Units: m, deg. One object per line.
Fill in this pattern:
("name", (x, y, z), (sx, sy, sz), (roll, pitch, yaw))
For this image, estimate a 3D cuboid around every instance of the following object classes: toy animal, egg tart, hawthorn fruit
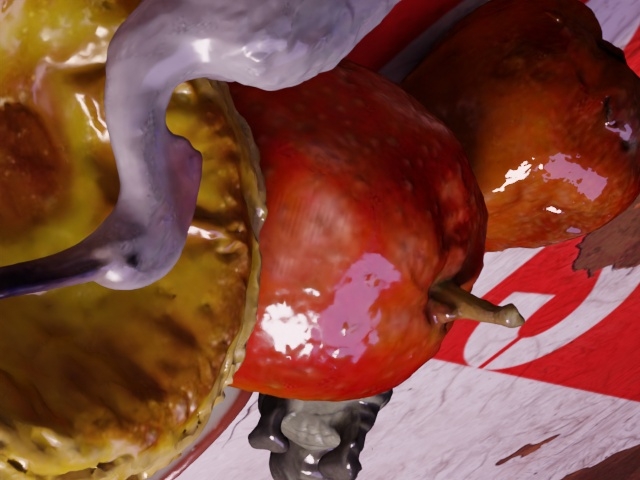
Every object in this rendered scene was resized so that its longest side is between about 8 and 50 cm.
("toy animal", (0.006, 0.106, 1.186), (0.106, 0.168, 0.343), (19, 149, 4))
("egg tart", (-0.159, -0.012, 0.717), (0.295, 0.294, 0.116), (-8, -179, -36))
("hawthorn fruit", (0.128, -0.067, 0.990), (0.179, 0.173, 0.173), (-26, 153, -8))
("hawthorn fruit", (0.000, 0.000, 0.869), (0.205, 0.253, 0.205), (-44, 154, -29))
("toy animal", (-0.037, -0.109, 0.690), (0.195, 0.090, 0.324), (14, 96, -33))

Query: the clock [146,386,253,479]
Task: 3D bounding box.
("clock", (-0.184, 0.162, 1.135), (0.318, 0.080, 0.318), (-38, 167, -10))
